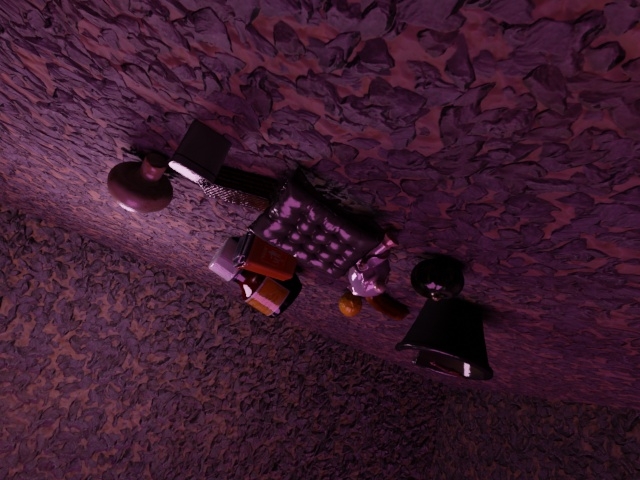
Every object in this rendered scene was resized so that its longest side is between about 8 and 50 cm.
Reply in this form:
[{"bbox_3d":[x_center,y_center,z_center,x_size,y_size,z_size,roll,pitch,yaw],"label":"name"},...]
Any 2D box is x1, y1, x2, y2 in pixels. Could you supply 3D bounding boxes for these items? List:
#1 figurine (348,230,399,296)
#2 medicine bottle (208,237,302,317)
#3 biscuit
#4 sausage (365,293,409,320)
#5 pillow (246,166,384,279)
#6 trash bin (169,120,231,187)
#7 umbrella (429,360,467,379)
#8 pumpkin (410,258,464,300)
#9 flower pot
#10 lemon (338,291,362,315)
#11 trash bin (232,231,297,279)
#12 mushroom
[{"bbox_3d":[0.162,0.072,1.327,0.133,0.200,0.275,4,130,-2],"label":"figurine"},{"bbox_3d":[-0.296,0.155,1.901,0.395,0.242,0.242,40,155,-11],"label":"medicine bottle"},{"bbox_3d":[-0.238,-0.156,1.267,0.252,0.070,0.106,16,160,9],"label":"biscuit"},{"bbox_3d":[0.283,0.279,1.874,0.103,0.076,0.302,-12,145,42],"label":"sausage"},{"bbox_3d":[-0.008,-0.030,1.178,0.326,0.101,0.228,32,129,-16],"label":"pillow"},{"bbox_3d":[-0.307,-0.221,1.081,0.116,0.129,0.059,32,156,-30],"label":"trash bin"},{"bbox_3d":[0.486,0.490,1.594,0.165,0.025,0.027,26,176,-9],"label":"umbrella"},{"bbox_3d":[0.372,0.127,1.345,0.167,0.125,0.167,20,142,16],"label":"pumpkin"},{"bbox_3d":[0.513,0.379,1.666,0.380,0.251,0.379,18,157,8],"label":"flower pot"},{"bbox_3d":[0.143,0.305,2.016,0.114,0.114,0.155,20,161,0],"label":"lemon"},{"bbox_3d":[-0.224,0.071,1.705,0.239,0.161,0.184,24,159,-22],"label":"trash bin"},{"bbox_3d":[-0.582,-0.189,1.355,0.207,0.206,0.209,17,138,7],"label":"mushroom"}]
